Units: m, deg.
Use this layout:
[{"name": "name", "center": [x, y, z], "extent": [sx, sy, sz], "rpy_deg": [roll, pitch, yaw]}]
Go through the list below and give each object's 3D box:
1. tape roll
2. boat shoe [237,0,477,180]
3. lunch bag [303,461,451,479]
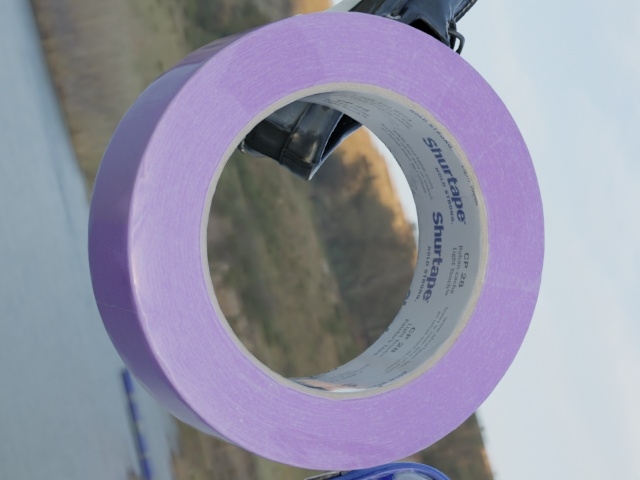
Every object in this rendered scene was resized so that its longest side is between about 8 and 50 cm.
[{"name": "tape roll", "center": [0.000, 0.000, 0.928], "extent": [0.090, 0.275, 0.274], "rpy_deg": [4, -70, 66]}, {"name": "boat shoe", "center": [0.054, -0.144, 1.196], "extent": [0.113, 0.340, 0.127], "rpy_deg": [39, -49, 17]}, {"name": "lunch bag", "center": [0.028, 0.303, 1.036], "extent": [0.115, 0.243, 0.303], "rpy_deg": [91, -16, -63]}]
